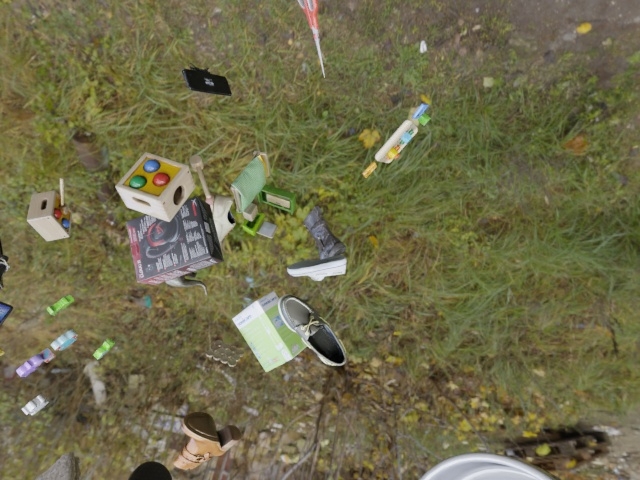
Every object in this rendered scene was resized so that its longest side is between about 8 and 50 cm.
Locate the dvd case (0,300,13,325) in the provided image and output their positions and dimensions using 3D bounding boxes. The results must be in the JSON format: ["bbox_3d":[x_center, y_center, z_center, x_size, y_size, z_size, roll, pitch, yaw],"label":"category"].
[{"bbox_3d":[-0.833,0.220,0.897,0.022,0.253,0.180,14,159,41],"label":"dvd case"}]

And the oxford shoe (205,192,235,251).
[{"bbox_3d":[-0.512,-0.054,2.140,0.146,0.140,0.397,3,129,-9],"label":"oxford shoe"}]

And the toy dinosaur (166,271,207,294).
[{"bbox_3d":[-0.570,0.114,1.592,0.121,0.160,0.313,-34,94,17],"label":"toy dinosaur"}]

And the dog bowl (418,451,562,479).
[{"bbox_3d":[0.233,0.414,0.519,0.265,0.265,0.104,-13,146,34],"label":"dog bowl"}]

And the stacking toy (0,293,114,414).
[{"bbox_3d":[-0.601,0.246,0.922,0.167,0.221,0.052,44,149,4],"label":"stacking toy"}]

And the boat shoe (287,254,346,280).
[{"bbox_3d":[-0.007,0.113,1.533,0.226,0.083,0.075,-9,107,-12],"label":"boat shoe"}]

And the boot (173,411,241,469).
[{"bbox_3d":[-0.453,0.730,1.506,0.220,0.109,0.283,-36,141,8],"label":"boot"}]

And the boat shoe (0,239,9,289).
[{"bbox_3d":[-0.507,0.033,0.648,0.125,0.038,0.046,41,137,35],"label":"boat shoe"}]

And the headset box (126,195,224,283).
[{"bbox_3d":[-0.498,0.009,1.391,0.293,0.218,0.110,-19,166,6],"label":"headset box"}]

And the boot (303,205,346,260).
[{"bbox_3d":[0.000,0.000,1.785,0.091,0.229,0.263,-22,156,-34],"label":"boot"}]

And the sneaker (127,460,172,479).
[{"bbox_3d":[-0.296,0.470,0.585,0.090,0.270,0.145,35,115,-28],"label":"sneaker"}]

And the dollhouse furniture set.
[{"bbox_3d":[-0.202,-0.158,1.553,0.151,0.197,0.301,20,152,10],"label":"dollhouse furniture set"}]

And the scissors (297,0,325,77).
[{"bbox_3d":[-0.015,-0.679,1.346,0.109,0.021,0.297,26,140,58],"label":"scissors"}]

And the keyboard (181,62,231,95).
[{"bbox_3d":[-0.396,-0.546,1.434,0.038,0.100,0.192,-18,179,35],"label":"keyboard"}]

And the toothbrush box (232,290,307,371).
[{"bbox_3d":[-0.220,0.397,1.816,0.206,0.122,0.283,-39,84,37],"label":"toothbrush box"}]

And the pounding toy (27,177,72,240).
[{"bbox_3d":[-0.845,-0.099,1.326,0.100,0.141,0.130,-12,145,-7],"label":"pounding toy"}]

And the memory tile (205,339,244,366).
[{"bbox_3d":[-0.427,0.505,1.871,0.148,0.113,0.012,20,119,9],"label":"memory tile"}]

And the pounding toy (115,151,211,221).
[{"bbox_3d":[-0.369,-0.160,1.055,0.181,0.206,0.094,19,148,11],"label":"pounding toy"}]

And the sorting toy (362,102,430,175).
[{"bbox_3d":[0.295,-0.356,1.563,0.047,0.196,0.347,46,109,11],"label":"sorting toy"}]

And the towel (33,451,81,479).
[{"bbox_3d":[-0.569,0.567,0.829,0.282,0.187,0.049,18,141,56],"label":"towel"}]

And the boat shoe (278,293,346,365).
[{"bbox_3d":[-0.022,0.299,1.400,0.305,0.109,0.091,50,162,-8],"label":"boat shoe"}]
